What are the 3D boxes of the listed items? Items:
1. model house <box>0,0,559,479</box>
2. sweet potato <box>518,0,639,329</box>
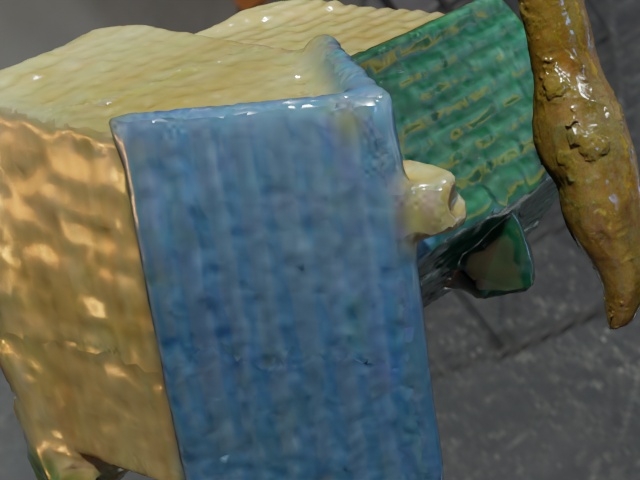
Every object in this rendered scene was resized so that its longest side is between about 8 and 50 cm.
[{"bbox_3d":[0.000,0.000,1.128,0.342,0.335,0.382,11,31,36],"label":"model house"},{"bbox_3d":[0.166,-0.076,1.021,0.067,0.274,0.067,-16,5,1],"label":"sweet potato"}]
